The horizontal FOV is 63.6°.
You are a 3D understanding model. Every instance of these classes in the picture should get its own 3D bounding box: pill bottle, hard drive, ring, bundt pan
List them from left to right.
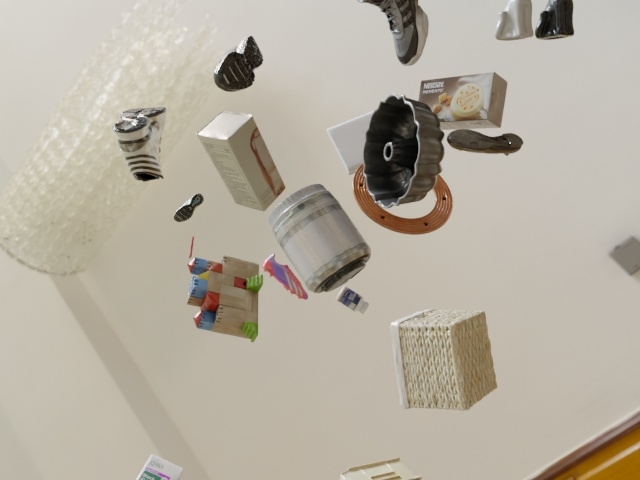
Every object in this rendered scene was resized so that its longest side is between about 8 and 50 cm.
[{"bbox_3d":[0.126,0.232,1.994,0.120,0.067,0.067,32,-159,2],"label":"pill bottle"},{"bbox_3d":[0.211,-0.397,1.974,0.040,0.318,0.210,80,166,-66],"label":"hard drive"},{"bbox_3d":[0.265,-0.149,1.672,0.336,0.032,0.337,6,-128,-8],"label":"ring"},{"bbox_3d":[0.251,-0.257,1.514,0.124,0.331,0.331,-1,-138,-22],"label":"bundt pan"}]

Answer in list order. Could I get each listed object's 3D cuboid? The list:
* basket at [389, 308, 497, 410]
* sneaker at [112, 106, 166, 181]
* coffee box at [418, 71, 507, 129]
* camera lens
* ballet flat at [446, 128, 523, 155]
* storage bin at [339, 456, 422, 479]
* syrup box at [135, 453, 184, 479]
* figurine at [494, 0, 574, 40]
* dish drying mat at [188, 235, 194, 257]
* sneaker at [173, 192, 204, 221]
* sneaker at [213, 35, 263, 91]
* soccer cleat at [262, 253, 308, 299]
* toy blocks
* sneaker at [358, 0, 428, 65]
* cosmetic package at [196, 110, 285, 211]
[{"bbox_3d":[0.467,0.434,1.943,0.328,0.266,0.332,-5,-95,-51],"label":"basket"},{"bbox_3d":[-0.717,-0.387,2.101,0.168,0.258,0.448,-4,-153,-1],"label":"sneaker"},{"bbox_3d":[0.425,-0.419,1.574,0.246,0.141,0.098,10,-178,44],"label":"coffee box"},{"bbox_3d":[0.000,0.000,1.521,0.274,0.219,0.219,56,-157,13],"label":"camera lens"},{"bbox_3d":[0.462,-0.270,1.461,0.249,0.058,0.084,-4,-125,-22],"label":"ballet flat"},{"bbox_3d":[0.185,0.908,1.758,0.260,0.263,0.123,2,-167,-29],"label":"storage bin"},{"bbox_3d":[-0.418,0.631,1.210,0.093,0.096,0.237,26,-158,-2],"label":"syrup box"},{"bbox_3d":[0.550,-0.627,1.319,0.214,0.210,0.092,-8,-165,-18],"label":"figurine"},{"bbox_3d":[-0.497,0.025,1.988,0.008,0.032,0.084,10,-108,-21],"label":"dish drying mat"},{"bbox_3d":[-0.584,-0.141,2.288,0.063,0.162,0.073,50,160,-16],"label":"sneaker"},{"bbox_3d":[-0.240,-0.473,1.425,0.100,0.107,0.272,59,-154,-28],"label":"sneaker"},{"bbox_3d":[-0.140,0.161,2.228,0.248,0.095,0.083,38,175,-3],"label":"soccer cleat"},{"bbox_3d":[-0.363,0.190,1.879,0.260,0.191,0.382,15,-139,-20],"label":"toy blocks"},{"bbox_3d":[0.147,-0.505,1.116,0.153,0.269,0.101,-22,-143,-21],"label":"sneaker"},{"bbox_3d":[-0.248,-0.252,1.658,0.153,0.129,0.296,19,147,36],"label":"cosmetic package"}]
